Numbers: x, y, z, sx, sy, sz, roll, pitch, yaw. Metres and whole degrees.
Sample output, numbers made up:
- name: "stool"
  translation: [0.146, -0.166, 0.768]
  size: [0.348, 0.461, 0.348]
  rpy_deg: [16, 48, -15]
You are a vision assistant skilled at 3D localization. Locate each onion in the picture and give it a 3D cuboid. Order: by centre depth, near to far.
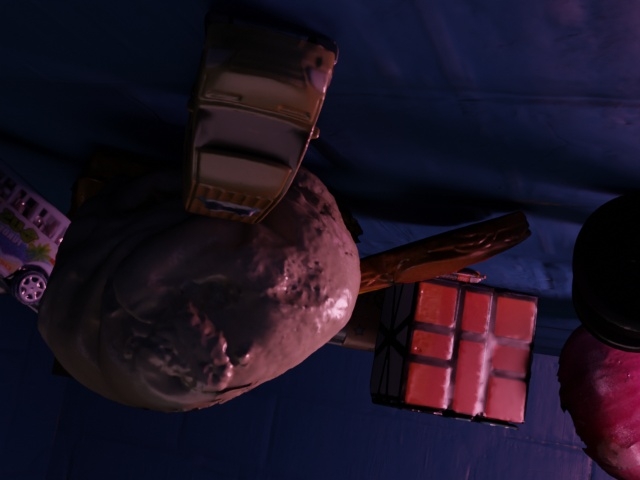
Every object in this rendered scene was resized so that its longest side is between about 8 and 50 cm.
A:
- name: "onion"
  translation: [0.650, 0.308, 1.549]
  size: [0.358, 0.359, 0.345]
  rpy_deg: [14, 166, -23]

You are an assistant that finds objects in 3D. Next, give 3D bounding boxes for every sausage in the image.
- name: "sausage"
  translation: [0.211, 0.056, 1.468]
  size: [0.198, 0.025, 0.028]
  rpy_deg: [8, 155, 9]

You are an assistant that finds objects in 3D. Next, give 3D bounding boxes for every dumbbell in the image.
- name: "dumbbell"
  translation: [0.365, 0.044, 0.890]
  size: [0.152, 0.153, 0.218]
  rpy_deg: [6, 169, 19]

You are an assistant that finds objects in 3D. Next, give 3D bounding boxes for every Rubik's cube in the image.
- name: "Rubik's cube"
  translation: [0.281, 0.242, 1.709]
  size: [0.283, 0.294, 0.288]
  rpy_deg: [14, 168, -8]

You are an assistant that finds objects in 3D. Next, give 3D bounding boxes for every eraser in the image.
- name: "eraser"
  translation: [0.156, 0.188, 1.898]
  size: [0.290, 0.171, 0.087]
  rpy_deg: [12, 146, -13]

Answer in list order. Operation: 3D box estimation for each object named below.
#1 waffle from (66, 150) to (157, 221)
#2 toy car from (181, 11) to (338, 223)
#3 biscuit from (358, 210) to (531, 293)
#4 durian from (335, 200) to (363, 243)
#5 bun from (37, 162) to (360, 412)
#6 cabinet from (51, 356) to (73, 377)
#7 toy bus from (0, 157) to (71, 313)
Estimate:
- name: "waffle"
  translation: [-0.264, -0.044, 1.178]
  size: [0.224, 0.098, 0.327]
  rpy_deg: [12, 168, -20]
- name: "toy car"
  translation: [-0.064, -0.087, 0.651]
  size: [0.101, 0.125, 0.256]
  rpy_deg: [10, 171, -11]
- name: "biscuit"
  translation: [0.116, 0.033, 1.032]
  size: [0.262, 0.052, 0.277]
  rpy_deg: [-17, 179, -22]
- name: "durian"
  translation: [0.004, 0.000, 1.087]
  size: [0.108, 0.119, 0.186]
  rpy_deg: [15, 168, -10]
- name: "bun"
  translation: [-0.143, 0.024, 0.876]
  size: [0.359, 0.211, 0.360]
  rpy_deg: [-14, -155, 7]
- name: "cabinet"
  translation: [-0.295, 0.127, 1.258]
  size: [0.148, 0.215, 0.174]
  rpy_deg: [3, 167, 33]
- name: "toy bus"
  translation: [-0.438, -0.021, 1.054]
  size: [0.109, 0.136, 0.330]
  rpy_deg: [5, 144, 47]
